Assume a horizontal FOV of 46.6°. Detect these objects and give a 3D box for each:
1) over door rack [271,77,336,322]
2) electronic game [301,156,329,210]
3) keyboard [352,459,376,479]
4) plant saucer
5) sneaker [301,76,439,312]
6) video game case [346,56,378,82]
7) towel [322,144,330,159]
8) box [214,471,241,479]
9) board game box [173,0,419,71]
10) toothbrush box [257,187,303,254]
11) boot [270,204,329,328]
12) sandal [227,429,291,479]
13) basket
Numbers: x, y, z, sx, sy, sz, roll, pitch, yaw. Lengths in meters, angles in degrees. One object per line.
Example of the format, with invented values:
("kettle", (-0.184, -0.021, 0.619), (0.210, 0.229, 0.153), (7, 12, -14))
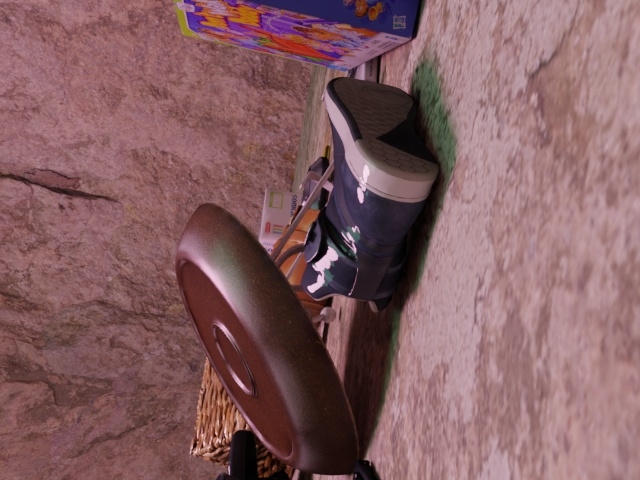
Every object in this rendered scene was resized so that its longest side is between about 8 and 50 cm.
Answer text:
("over door rack", (0.000, 0.000, 0.920), (0.239, 0.108, 0.324), (110, 178, -61))
("electronic game", (-0.011, -0.038, 1.343), (0.229, 0.048, 0.229), (-172, 90, -84))
("keyboard", (0.014, 0.282, 0.620), (0.100, 0.038, 0.191), (-173, 92, -85))
("plant saucer", (-0.071, 0.111, 0.757), (0.310, 0.050, 0.310), (48, 154, 33))
("sneaker", (0.032, -0.040, 0.646), (0.226, 0.086, 0.163), (-92, 14, -58))
("video game case", (0.056, -0.222, 1.045), (0.190, 0.022, 0.173), (106, 170, -62))
("towel", (-0.010, -0.101, 1.597), (0.237, 0.021, 0.102), (108, 168, -63))
("box", (-0.118, 0.405, 0.778), (0.270, 0.143, 0.165), (-54, 15, 27))
("board game box", (-0.043, -0.271, 0.853), (0.347, 0.234, 0.078), (-136, 57, -79))
("toothbrush box", (-0.105, 0.045, 1.881), (0.206, 0.122, 0.283), (-88, 9, -50))
("boot", (-0.072, 0.045, 1.217), (0.283, 0.109, 0.220), (10, 85, 63))
("sandal", (-0.081, 0.454, 1.200), (0.167, 0.107, 0.445), (-89, -4, -48))
("basket", (-0.079, 0.273, 1.384), (0.214, 0.223, 0.299), (-34, 38, 38))
